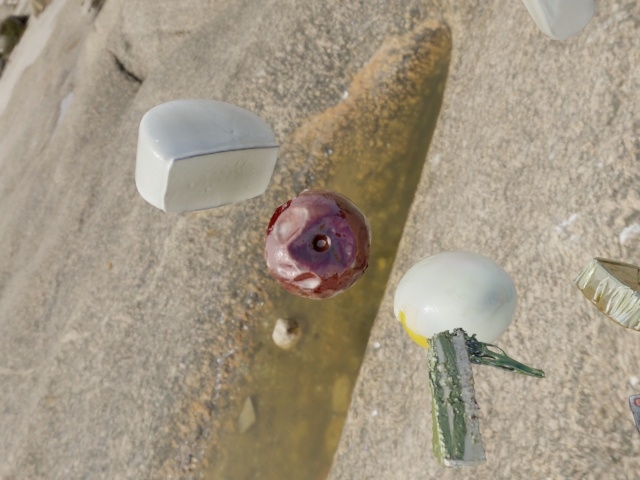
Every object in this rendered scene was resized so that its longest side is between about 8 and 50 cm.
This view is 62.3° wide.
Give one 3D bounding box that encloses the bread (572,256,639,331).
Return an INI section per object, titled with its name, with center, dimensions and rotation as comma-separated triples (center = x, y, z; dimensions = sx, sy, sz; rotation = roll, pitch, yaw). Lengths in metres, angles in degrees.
[bread]
center = 0.753, 0.135, 1.291
dimensions = 0.192, 0.209, 0.110
rotation = -116, 42, -53

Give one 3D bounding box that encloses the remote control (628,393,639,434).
[remote control]
center = 1.037, 0.439, 1.387
dimensions = 0.398, 0.062, 0.145
rotation = -14, 49, 19

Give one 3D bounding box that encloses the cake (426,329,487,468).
[cake]
center = 0.141, 0.169, 0.571
dimensions = 0.055, 0.051, 0.140
rotation = 95, 171, -73

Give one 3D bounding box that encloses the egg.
[egg]
center = 0.366, 0.164, 1.415
dimensions = 0.345, 0.283, 0.283
rotation = -20, 53, 57

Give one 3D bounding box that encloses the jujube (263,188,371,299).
[jujube]
center = 0.000, 0.000, 0.779
dimensions = 0.155, 0.155, 0.230
rotation = -57, -2, 9

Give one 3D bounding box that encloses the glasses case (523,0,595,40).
[glasses case]
center = 0.292, -0.362, 0.694
dimensions = 0.081, 0.204, 0.051
rotation = -35, 19, 3

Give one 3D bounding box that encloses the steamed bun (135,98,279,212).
[steamed bun]
center = -0.209, -0.156, 0.936
dimensions = 0.164, 0.241, 0.146
rotation = 48, 136, 28

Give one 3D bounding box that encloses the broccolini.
[broccolini]
center = 0.360, 0.239, 1.094
dimensions = 0.201, 0.074, 0.058
rotation = 14, 48, 15
